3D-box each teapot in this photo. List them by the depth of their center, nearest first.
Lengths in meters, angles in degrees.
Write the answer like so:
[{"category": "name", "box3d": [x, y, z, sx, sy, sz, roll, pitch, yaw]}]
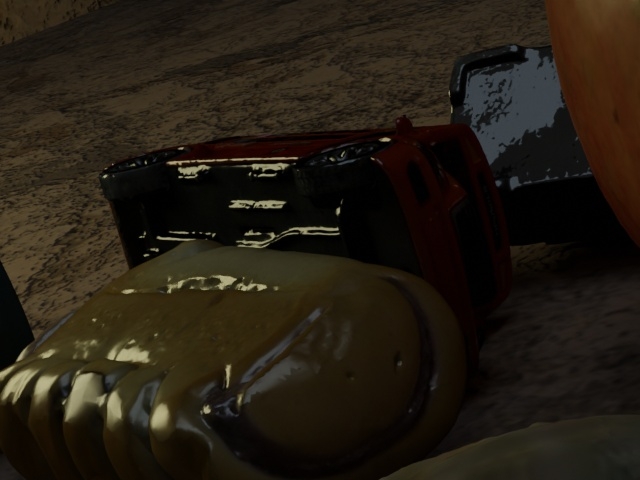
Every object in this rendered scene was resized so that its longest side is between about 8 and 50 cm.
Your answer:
[{"category": "teapot", "box3d": [0.132, -0.039, 0.934, 0.177, 0.096, 0.087, -9, 55, 27]}]

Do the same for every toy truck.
[{"category": "toy truck", "box3d": [0.000, 0.000, 0.892, 0.114, 0.107, 0.253, -22, 13, -33]}]

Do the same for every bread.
[{"category": "bread", "box3d": [-0.044, 0.060, 0.765, 0.134, 0.081, 0.225, -38, 21, -26]}]

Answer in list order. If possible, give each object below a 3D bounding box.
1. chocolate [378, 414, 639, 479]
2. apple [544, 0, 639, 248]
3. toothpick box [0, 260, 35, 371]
[{"category": "chocolate", "box3d": [-0.003, 0.124, 0.396, 0.309, 0.134, 0.134, -19, 14, -5]}, {"category": "apple", "box3d": [0.249, -0.135, 0.667, 0.364, 0.364, 0.364, -16, 14, 4]}, {"category": "toothpick box", "box3d": [-0.237, 0.061, 0.925, 0.184, 0.120, 0.120, -25, 16, -17]}]
